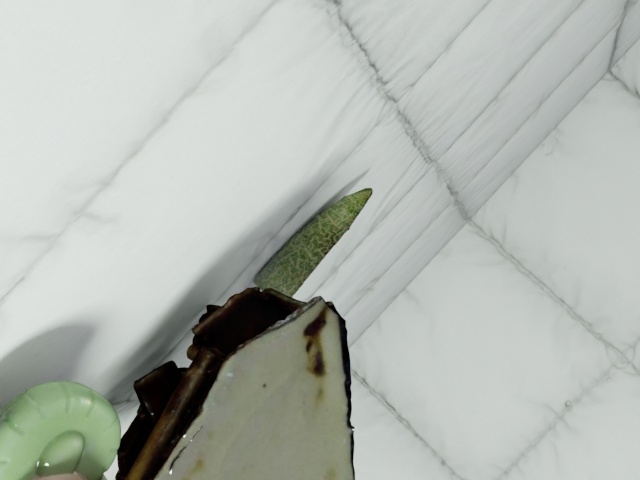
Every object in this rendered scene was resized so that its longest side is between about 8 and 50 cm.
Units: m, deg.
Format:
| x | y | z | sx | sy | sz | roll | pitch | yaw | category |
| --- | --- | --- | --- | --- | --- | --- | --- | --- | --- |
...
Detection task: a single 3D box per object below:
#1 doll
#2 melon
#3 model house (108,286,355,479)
| x | y | z | sx | sy | sz | roll | pitch | yaw | category |
| --- | --- | --- | --- | --- | --- | --- | --- | --- | --- |
| -0.283 | 0.251 | 0.957 | 0.284 | 0.216 | 0.268 | -46 | 149 | -16 | doll |
| -0.003 | 0.002 | 1.383 | 0.182 | 0.054 | 0.098 | -48 | 175 | 12 | melon |
| -0.139 | 0.208 | 1.225 | 0.297 | 0.317 | 0.282 | -13 | -166 | -25 | model house |
